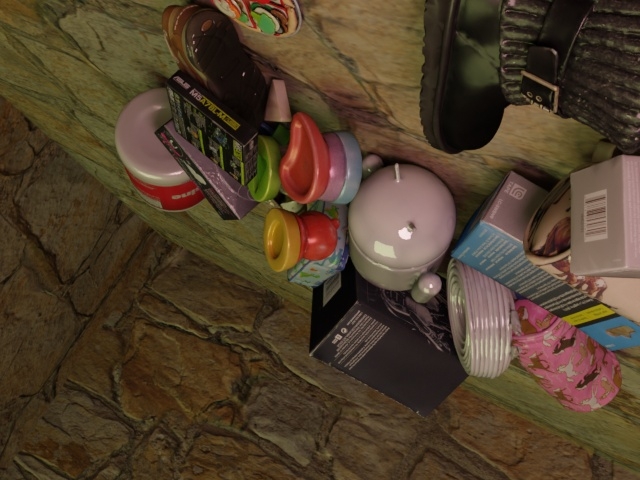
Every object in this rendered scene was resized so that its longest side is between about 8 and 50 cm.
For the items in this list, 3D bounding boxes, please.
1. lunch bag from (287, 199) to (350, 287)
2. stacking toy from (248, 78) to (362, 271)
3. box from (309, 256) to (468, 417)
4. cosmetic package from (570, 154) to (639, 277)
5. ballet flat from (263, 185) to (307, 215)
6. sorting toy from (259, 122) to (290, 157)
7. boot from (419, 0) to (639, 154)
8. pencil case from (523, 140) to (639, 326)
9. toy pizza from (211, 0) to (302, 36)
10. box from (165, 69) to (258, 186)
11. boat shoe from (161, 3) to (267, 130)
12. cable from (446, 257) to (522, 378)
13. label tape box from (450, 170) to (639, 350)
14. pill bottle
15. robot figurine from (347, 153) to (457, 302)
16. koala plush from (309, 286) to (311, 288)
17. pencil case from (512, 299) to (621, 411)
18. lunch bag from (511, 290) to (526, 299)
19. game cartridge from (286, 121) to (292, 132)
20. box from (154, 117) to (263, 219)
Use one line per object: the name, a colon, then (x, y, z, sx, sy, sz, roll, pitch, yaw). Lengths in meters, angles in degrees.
lunch bag: (0.000, 0.000, 1.561, 0.090, 0.176, 0.219, 15, 154, -17)
stacking toy: (-0.025, -0.125, 1.299, 0.130, 0.280, 0.309, -3, 142, -27)
box: (0.154, 0.171, 1.583, 0.312, 0.179, 0.343, 32, -154, -16)
cosmetic package: (0.412, -0.019, 0.776, 0.237, 0.127, 0.107, 5, 171, -15)
ballet flat: (-0.104, -0.135, 1.691, 0.106, 0.108, 0.316, 7, 154, 43)
sorting toy: (-0.022, -0.151, 1.529, 0.347, 0.047, 0.196, 36, 170, -29)
boot: (0.250, -0.169, 0.771, 0.260, 0.131, 0.348, 26, 165, 19)
pencil case: (0.489, 0.045, 0.926, 0.410, 0.184, 0.160, 29, -162, -8)
toy pizza: (-0.119, -0.372, 1.041, 0.201, 0.032, 0.201, 29, 166, 8)
box: (-0.195, -0.200, 1.266, 0.184, 0.045, 0.191, 37, 162, 7)
boat shoe: (-0.191, -0.309, 1.267, 0.120, 0.122, 0.324, 32, 161, 26)
cable: (0.311, 0.146, 1.368, 0.089, 0.257, 0.257, -6, 146, -1)
label tape box: (0.405, 0.043, 1.147, 0.333, 0.106, 0.241, 31, 168, 6)
pill bottle: (-0.377, -0.204, 1.747, 0.229, 0.229, 0.408, 31, 166, 0)
robot figurine: (0.153, -0.020, 1.336, 0.353, 0.199, 0.300, 81, 163, -71)
koala plush: (0.104, 0.079, 1.826, 0.221, 0.196, 0.203, 37, 155, -9)
pencil case: (0.522, 0.230, 1.506, 0.160, 0.167, 0.386, -11, 141, 38)
lunch bag: (0.394, 0.065, 1.360, 0.065, 0.098, 0.067, 0, 150, 29)
game cartridge: (-0.035, -0.215, 1.443, 0.083, 0.017, 0.056, 32, 162, -2)
box: (-0.205, -0.185, 1.471, 0.247, 0.163, 0.142, 53, 164, -16)
